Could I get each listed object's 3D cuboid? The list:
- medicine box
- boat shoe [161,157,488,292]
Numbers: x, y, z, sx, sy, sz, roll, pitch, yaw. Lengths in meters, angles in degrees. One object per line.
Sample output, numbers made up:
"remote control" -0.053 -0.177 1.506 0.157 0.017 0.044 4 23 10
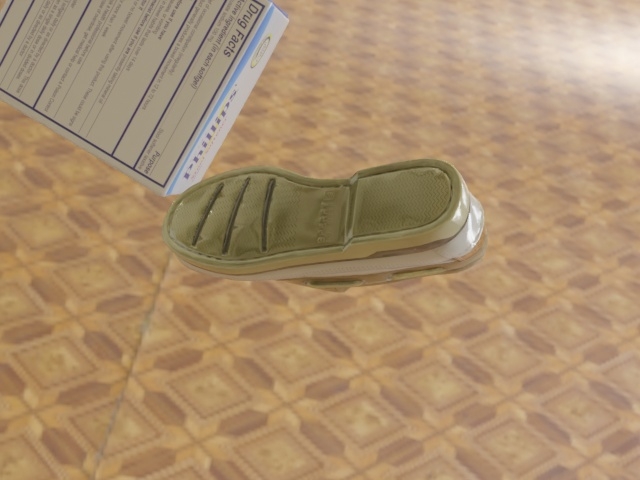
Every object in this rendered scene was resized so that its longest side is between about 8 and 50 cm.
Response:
"medicine box" -0.230 -0.237 1.403 0.289 0.264 0.149 31 8 3
"boat shoe" 0.000 0.000 1.018 0.302 0.103 0.113 0 60 30
